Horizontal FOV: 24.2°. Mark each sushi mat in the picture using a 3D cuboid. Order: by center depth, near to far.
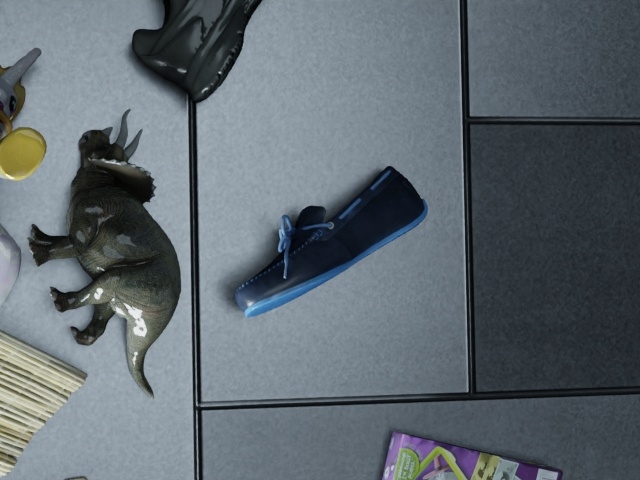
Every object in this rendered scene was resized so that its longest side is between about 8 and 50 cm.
[{"bbox_3d":[-0.354,0.160,1.532,0.019,0.316,0.151,36,86,24],"label":"sushi mat"}]

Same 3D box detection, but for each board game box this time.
[{"bbox_3d":[0.149,0.416,1.757,0.208,0.056,0.346,15,84,-16],"label":"board game box"}]

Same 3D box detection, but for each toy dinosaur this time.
[{"bbox_3d":[-0.223,0.024,1.650,0.160,0.121,0.313,-23,90,-4],"label":"toy dinosaur"}]

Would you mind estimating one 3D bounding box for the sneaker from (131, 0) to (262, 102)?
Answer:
[{"bbox_3d":[-0.113,-0.304,1.698,0.130,0.109,0.286,29,80,-4],"label":"sneaker"}]

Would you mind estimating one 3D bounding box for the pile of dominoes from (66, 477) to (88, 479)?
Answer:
[{"bbox_3d":[-0.338,0.404,1.662,0.196,0.040,0.251,-8,81,-13],"label":"pile of dominoes"}]

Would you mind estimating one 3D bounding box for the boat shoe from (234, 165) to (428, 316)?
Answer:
[{"bbox_3d":[0.000,0.000,1.723,0.258,0.109,0.089,-30,88,-29],"label":"boat shoe"}]

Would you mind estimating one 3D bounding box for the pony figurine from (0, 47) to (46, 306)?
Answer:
[{"bbox_3d":[-0.406,-0.046,1.529,0.303,0.363,0.351,39,96,-16],"label":"pony figurine"}]
